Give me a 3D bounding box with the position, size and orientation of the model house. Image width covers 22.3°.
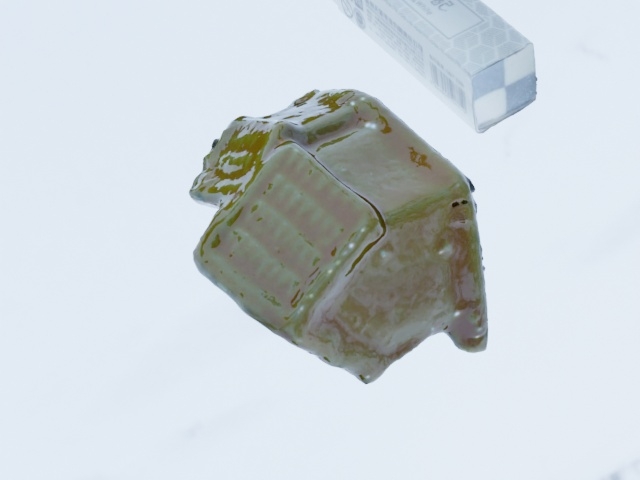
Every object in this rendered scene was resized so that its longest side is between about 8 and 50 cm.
[{"bbox_3d":[-0.007,-0.002,1.413,0.239,0.268,0.173,-23,139,-34],"label":"model house"}]

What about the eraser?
[{"bbox_3d":[0.114,-0.285,2.012,0.096,0.404,0.098,-27,137,-15],"label":"eraser"}]
